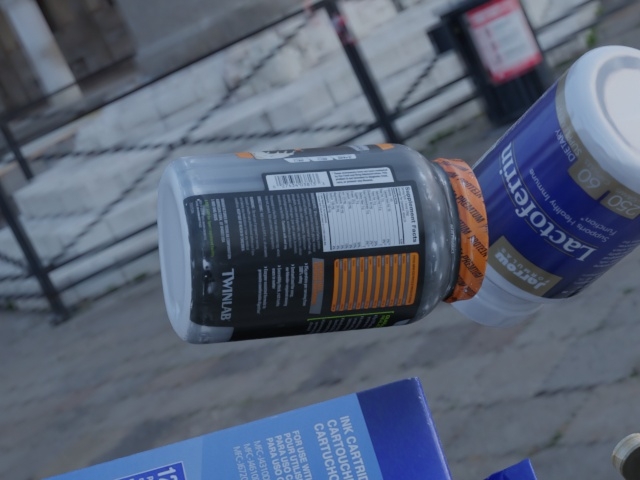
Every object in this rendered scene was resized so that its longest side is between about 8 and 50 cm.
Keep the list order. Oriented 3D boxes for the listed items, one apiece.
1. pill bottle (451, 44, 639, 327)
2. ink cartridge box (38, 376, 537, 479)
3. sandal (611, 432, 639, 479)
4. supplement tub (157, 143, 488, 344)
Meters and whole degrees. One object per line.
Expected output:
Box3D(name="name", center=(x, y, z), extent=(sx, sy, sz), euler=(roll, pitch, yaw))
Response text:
Box3D(name="pill bottle", center=(0.213, -0.038, 1.299), extent=(0.153, 0.153, 0.265), euler=(-36, -8, -42))
Box3D(name="ink cartridge box", center=(-0.012, 0.280, 1.140), extent=(0.395, 0.270, 0.151), euler=(-15, -33, -5))
Box3D(name="sandal", center=(0.421, 0.290, 1.858), extent=(0.088, 0.240, 0.079), euler=(-45, 42, 3))
Box3D(name="supplement tub", center=(0.000, 0.000, 0.915), extent=(0.190, 0.117, 0.117), euler=(-4, 6, -16))
